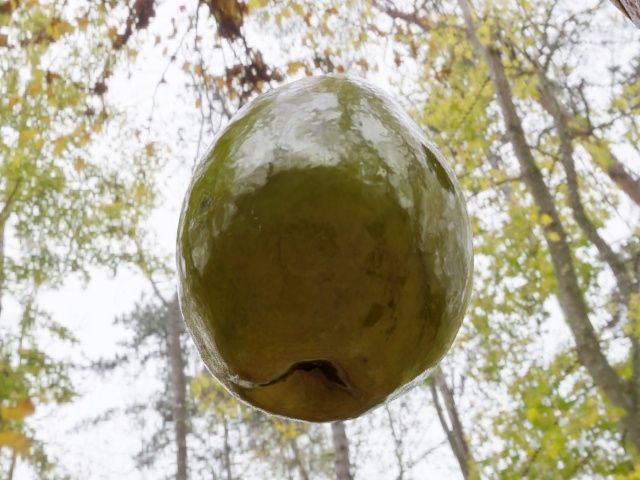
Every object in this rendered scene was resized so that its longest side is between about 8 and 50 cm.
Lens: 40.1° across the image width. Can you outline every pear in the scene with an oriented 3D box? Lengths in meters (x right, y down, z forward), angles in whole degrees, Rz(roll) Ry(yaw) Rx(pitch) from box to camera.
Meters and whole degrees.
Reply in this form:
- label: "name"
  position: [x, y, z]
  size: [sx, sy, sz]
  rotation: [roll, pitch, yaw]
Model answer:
- label: "pear"
  position: [0.000, 0.000, 0.737]
  size: [0.252, 0.307, 0.253]
  rotation: [-3, -43, -3]

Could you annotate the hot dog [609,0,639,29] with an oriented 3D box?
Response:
- label: "hot dog"
  position: [0.584, -0.379, 1.281]
  size: [0.185, 0.405, 0.223]
  rotation: [-41, -58, 0]
